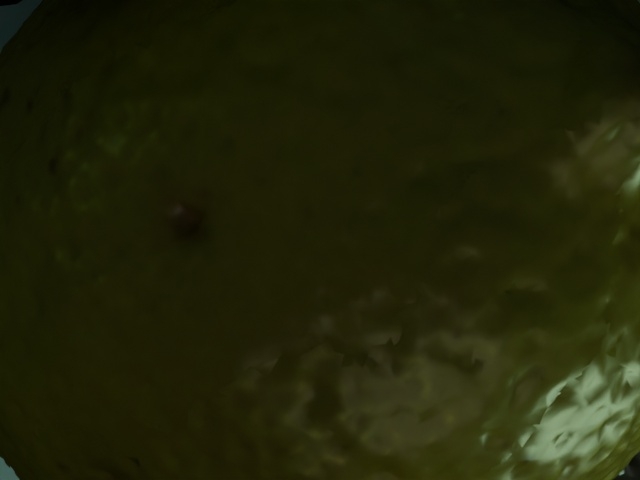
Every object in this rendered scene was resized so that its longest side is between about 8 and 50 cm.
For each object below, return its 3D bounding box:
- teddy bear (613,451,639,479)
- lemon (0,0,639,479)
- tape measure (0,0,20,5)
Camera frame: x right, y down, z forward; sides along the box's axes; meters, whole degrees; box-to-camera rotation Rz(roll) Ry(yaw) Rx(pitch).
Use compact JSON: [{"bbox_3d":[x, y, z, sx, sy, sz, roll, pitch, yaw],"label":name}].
[{"bbox_3d":[0.128,0.081,0.705,0.177,0.140,0.190,-37,148,-12],"label":"teddy bear"},{"bbox_3d":[0.007,-0.002,0.555,0.253,0.228,0.228,-21,140,29],"label":"lemon"},{"bbox_3d":[-0.063,-0.177,0.426,0.245,0.149,0.231,-30,136,7],"label":"tape measure"}]
